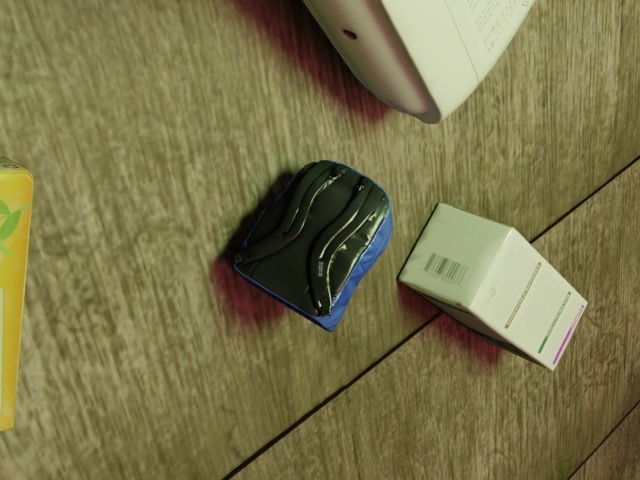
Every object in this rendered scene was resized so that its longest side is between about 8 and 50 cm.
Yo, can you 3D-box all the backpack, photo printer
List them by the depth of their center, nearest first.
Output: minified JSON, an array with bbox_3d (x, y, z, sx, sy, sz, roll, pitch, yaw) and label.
[{"bbox_3d":[0.088,-0.245,0.613,0.256,0.107,0.307,-59,151,-5],"label":"photo printer"},{"bbox_3d":[0.000,0.000,0.679,0.120,0.097,0.101,-58,167,-8],"label":"backpack"}]

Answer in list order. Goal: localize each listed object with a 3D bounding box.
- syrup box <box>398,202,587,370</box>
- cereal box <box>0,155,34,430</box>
[{"bbox_3d":[0.194,0.056,0.904,0.237,0.093,0.096,35,81,-48],"label":"syrup box"},{"bbox_3d":[-0.279,0.041,0.441,0.240,0.047,0.173,-4,111,-45],"label":"cereal box"}]
